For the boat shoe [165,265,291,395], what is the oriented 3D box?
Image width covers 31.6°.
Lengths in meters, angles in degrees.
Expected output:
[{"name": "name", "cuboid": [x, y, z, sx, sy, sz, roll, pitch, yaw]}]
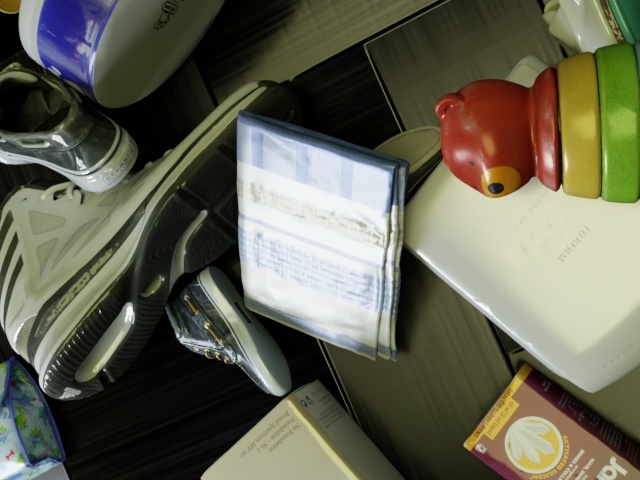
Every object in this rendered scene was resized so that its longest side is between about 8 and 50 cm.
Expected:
[{"name": "boat shoe", "cuboid": [-0.112, 0.126, 1.374, 0.083, 0.065, 0.183, -40, 74, 17]}]

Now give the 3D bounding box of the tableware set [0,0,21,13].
[{"name": "tableware set", "cuboid": [-0.377, -0.336, 1.407, 0.154, 0.024, 0.104, -6, 92, -12]}]

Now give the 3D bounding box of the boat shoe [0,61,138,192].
[{"name": "boat shoe", "cuboid": [-0.342, -0.157, 1.338, 0.335, 0.119, 0.121, 19, 66, 43]}]

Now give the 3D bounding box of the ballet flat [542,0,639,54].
[{"name": "ballet flat", "cuboid": [0.267, -0.294, 1.175, 0.139, 0.139, 0.400, -26, 102, 18]}]

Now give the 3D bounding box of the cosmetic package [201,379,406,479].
[{"name": "cosmetic package", "cuboid": [0.028, 0.334, 1.316, 0.160, 0.113, 0.309, -45, 79, 16]}]

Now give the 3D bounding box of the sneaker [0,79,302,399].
[{"name": "sneaker", "cuboid": [-0.240, -0.056, 1.346, 0.257, 0.169, 0.447, 41, 90, 29]}]

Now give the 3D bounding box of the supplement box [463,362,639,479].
[{"name": "supplement box", "cuboid": [0.267, 0.236, 1.245, 0.188, 0.081, 0.104, 37, 104, 12]}]

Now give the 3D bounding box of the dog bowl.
[{"name": "dog bowl", "cuboid": [-0.207, -0.282, 1.266, 0.104, 0.265, 0.265, 36, 104, 10]}]

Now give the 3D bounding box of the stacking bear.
[{"name": "stacking bear", "cuboid": [0.257, -0.104, 1.073, 0.289, 0.175, 0.164, -3, 61, 10]}]

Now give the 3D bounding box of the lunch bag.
[{"name": "lunch bag", "cuboid": [-0.422, 0.244, 1.472, 0.129, 0.096, 0.151, -29, 71, 21]}]

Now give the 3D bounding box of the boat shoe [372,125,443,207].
[{"name": "boat shoe", "cuboid": [0.070, -0.054, 1.311, 0.206, 0.075, 0.065, -38, 125, 12]}]

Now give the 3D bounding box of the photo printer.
[{"name": "photo printer", "cuboid": [0.265, -0.008, 1.213, 0.307, 0.107, 0.256, 41, 105, 11]}]

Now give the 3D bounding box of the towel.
[{"name": "towel", "cuboid": [0.000, 0.000, 1.264, 0.209, 0.034, 0.285, 19, 132, 22]}]
